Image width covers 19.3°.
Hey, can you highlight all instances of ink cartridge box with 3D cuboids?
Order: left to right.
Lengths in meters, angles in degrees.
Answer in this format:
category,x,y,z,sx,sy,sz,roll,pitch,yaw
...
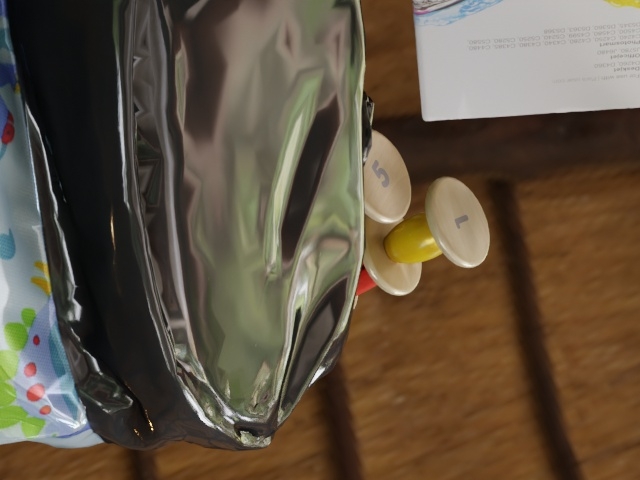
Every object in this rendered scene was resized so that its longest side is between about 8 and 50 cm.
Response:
category,x,y,z,sx,sy,sz,roll,pitch,yaw
ink cartridge box,0.162,-0.256,1.418,0.270,0.197,0.198,82,-174,-46

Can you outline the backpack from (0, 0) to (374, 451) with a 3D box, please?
category,x,y,z,sx,sy,sz,roll,pitch,yaw
backpack,-0.187,-0.069,0.576,0.273,0.356,0.290,-43,-40,-54

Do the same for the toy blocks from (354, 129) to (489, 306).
category,x,y,z,sx,sy,sz,roll,pitch,yaw
toy blocks,0.000,0.000,1.048,0.123,0.148,0.054,28,-129,-40
